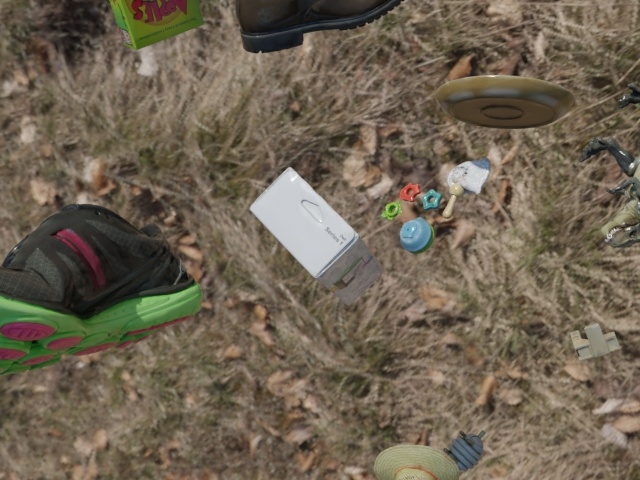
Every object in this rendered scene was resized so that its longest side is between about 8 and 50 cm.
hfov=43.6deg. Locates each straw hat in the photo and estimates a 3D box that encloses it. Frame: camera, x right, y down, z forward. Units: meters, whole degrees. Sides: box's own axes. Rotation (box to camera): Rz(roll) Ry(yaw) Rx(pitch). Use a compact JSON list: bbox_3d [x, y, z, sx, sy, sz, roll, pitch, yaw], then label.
[{"bbox_3d":[0.157,0.407,1.328,0.144,0.061,0.144,5,123,8],"label":"straw hat"}]

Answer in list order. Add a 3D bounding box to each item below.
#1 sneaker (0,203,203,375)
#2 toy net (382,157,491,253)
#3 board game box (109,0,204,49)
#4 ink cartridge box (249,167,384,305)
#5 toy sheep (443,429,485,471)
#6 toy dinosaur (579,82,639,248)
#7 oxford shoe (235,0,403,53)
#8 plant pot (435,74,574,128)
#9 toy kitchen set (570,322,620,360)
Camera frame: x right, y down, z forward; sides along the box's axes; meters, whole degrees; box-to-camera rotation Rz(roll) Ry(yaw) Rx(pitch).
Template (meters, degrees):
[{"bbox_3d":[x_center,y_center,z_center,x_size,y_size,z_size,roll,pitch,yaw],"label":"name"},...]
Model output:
[{"bbox_3d":[-0.355,0.055,1.073,0.185,0.483,0.202,-28,79,21],"label":"sneaker"},{"bbox_3d":[0.230,-0.082,1.525,0.232,0.045,0.122,-39,50,18],"label":"toy net"},{"bbox_3d":[-0.205,-0.321,0.912,0.043,0.092,0.181,31,142,50],"label":"board game box"},{"bbox_3d":[0.000,0.000,1.590,0.117,0.278,0.201,-44,69,0],"label":"ink cartridge box"},{"bbox_3d":[0.356,0.515,1.959,0.132,0.091,0.091,-44,76,4],"label":"toy sheep"},{"bbox_3d":[0.381,-0.109,0.925,0.118,0.268,0.064,37,174,21],"label":"toy dinosaur"},{"bbox_3d":[0.011,-0.292,0.918,0.083,0.227,0.096,-124,17,-52],"label":"oxford shoe"},{"bbox_3d":[0.318,-0.233,1.392,0.236,0.236,0.032,1,82,42],"label":"plant pot"},{"bbox_3d":[0.558,0.192,1.645,0.083,0.075,0.068,-21,104,16],"label":"toy kitchen set"}]
